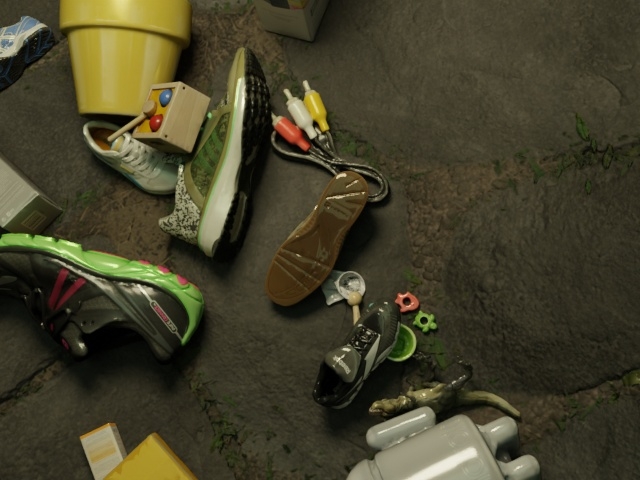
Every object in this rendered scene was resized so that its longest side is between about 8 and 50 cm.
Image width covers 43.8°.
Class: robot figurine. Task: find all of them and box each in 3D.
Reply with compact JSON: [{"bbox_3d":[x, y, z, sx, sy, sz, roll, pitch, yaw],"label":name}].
[{"bbox_3d":[0.184,0.420,1.313,0.354,0.199,0.299,-26,52,0],"label":"robot figurine"}]

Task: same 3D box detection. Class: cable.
[{"bbox_3d":[0.005,-0.169,1.549,0.139,0.072,0.287,-40,75,2],"label":"cable"}]

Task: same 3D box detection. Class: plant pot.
[{"bbox_3d":[-0.386,-0.357,1.567,0.254,0.254,0.238,4,91,8],"label":"plant pot"}]

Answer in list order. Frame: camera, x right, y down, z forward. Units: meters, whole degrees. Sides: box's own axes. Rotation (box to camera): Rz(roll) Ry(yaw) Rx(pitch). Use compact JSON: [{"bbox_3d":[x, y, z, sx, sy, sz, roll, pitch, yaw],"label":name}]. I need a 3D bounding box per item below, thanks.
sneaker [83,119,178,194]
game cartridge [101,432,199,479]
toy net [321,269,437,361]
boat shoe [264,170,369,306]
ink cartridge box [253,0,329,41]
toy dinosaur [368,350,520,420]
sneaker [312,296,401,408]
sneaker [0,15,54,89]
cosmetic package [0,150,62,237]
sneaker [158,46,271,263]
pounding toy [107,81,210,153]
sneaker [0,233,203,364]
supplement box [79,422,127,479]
[{"bbox_3d":[-0.371,-0.164,1.582,0.229,0.092,0.087,26,79,8],"label":"sneaker"},{"bbox_3d":[-0.291,0.554,1.400,0.285,0.052,0.323,-43,85,-5],"label":"game cartridge"},{"bbox_3d":[0.099,0.117,1.479,0.232,0.045,0.122,40,85,15],"label":"toy net"},{"bbox_3d":[0.000,0.000,1.494,0.105,0.089,0.285,37,96,3],"label":"boat shoe"},{"bbox_3d":[-0.055,-0.558,1.507,0.119,0.353,0.207,18,79,11],"label":"ink cartridge box"},{"bbox_3d":[0.219,0.261,1.415,0.268,0.064,0.118,-2,104,3],"label":"toy dinosaur"},{"bbox_3d":[0.060,0.203,1.397,0.078,0.106,0.234,37,102,21],"label":"sneaker"},{"bbox_3d":[-0.669,-0.394,1.691,0.211,0.080,0.081,-41,68,-14],"label":"sneaker"},{"bbox_3d":[-0.647,-0.115,1.587,0.238,0.127,0.107,43,85,13],"label":"cosmetic package"},{"bbox_3d":[-0.214,-0.171,1.504,0.182,0.158,0.410,13,90,12],"label":"sneaker"},{"bbox_3d":[-0.300,-0.223,1.472,0.141,0.100,0.130,9,78,49],"label":"pounding toy"},{"bbox_3d":[-0.465,0.114,1.478,0.483,0.185,0.202,12,74,11],"label":"sneaker"},{"bbox_3d":[-0.395,0.396,1.473,0.062,0.036,0.098,-25,75,-1],"label":"supplement box"}]
